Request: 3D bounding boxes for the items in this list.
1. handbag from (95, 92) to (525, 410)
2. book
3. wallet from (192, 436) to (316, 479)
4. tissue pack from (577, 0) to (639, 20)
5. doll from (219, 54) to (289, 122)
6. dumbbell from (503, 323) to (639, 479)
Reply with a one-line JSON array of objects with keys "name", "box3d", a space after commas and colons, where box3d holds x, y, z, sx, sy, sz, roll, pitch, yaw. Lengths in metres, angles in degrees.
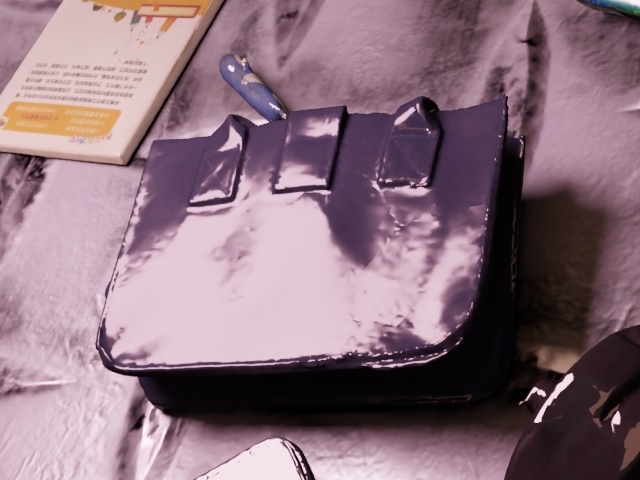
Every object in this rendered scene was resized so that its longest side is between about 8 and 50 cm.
[{"name": "handbag", "box3d": [0.000, 0.000, 1.101, 0.326, 0.118, 0.269, -3, 60, 25]}, {"name": "book", "box3d": [-0.215, -0.205, 1.448, 0.208, 0.020, 0.295, 8, 58, 33]}, {"name": "wallet", "box3d": [-0.035, 0.285, 0.934, 0.172, 0.045, 0.318, -31, 46, 6]}, {"name": "tissue pack", "box3d": [0.283, -0.220, 1.162, 0.111, 0.079, 0.085, 25, 100, 40]}, {"name": "doll", "box3d": [-0.059, -0.138, 1.299, 0.027, 0.037, 0.125, -39, 47, -6]}, {"name": "dumbbell", "box3d": [0.254, 0.184, 0.765, 0.185, 0.185, 0.388, -44, 47, -10]}]
